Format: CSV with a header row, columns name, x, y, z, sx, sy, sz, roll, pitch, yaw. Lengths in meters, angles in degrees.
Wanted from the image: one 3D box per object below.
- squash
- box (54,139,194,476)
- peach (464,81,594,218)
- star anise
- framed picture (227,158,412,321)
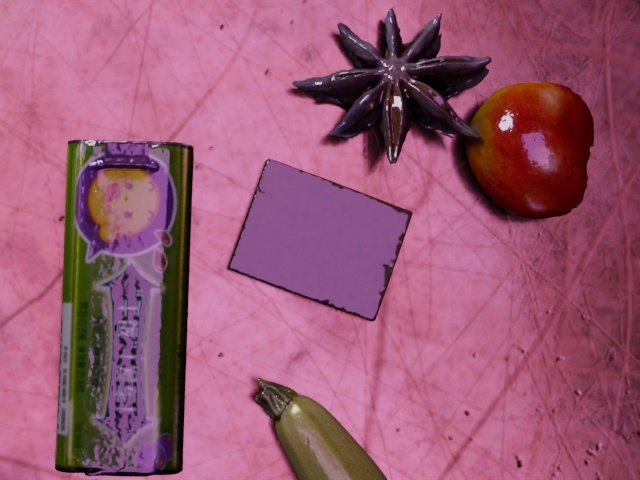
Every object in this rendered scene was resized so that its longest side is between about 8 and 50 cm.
name,x,y,z,sx,sy,sz,roll,pitch,yaw
squash,0.002,0.234,1.766,0.094,0.094,0.224,-35,87,-8
box,-0.202,0.071,1.740,0.134,0.097,0.345,1,87,0
peach,0.222,-0.092,1.805,0.151,0.151,0.118,21,40,-6
star anise,0.085,-0.161,1.799,0.205,0.061,0.180,-25,69,-7
framed picture,0.000,0.000,1.807,0.169,0.023,0.127,20,84,-7
